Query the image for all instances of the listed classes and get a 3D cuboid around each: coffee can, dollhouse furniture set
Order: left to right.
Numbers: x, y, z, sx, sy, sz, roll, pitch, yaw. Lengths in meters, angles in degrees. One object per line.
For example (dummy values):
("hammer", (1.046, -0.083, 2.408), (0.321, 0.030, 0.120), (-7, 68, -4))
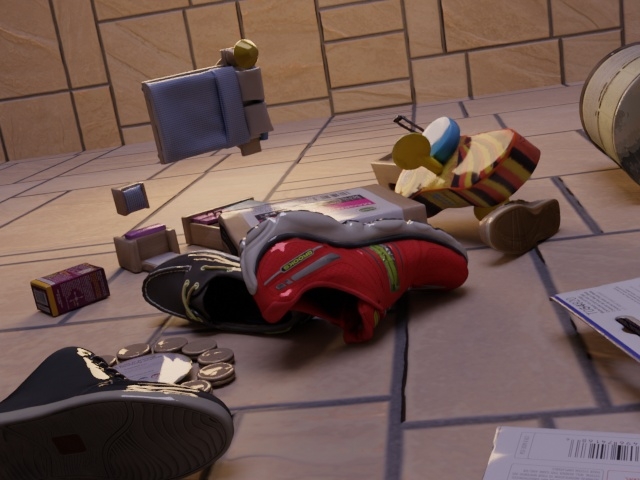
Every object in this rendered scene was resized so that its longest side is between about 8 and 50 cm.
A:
("dollhouse furniture set", (-0.163, -0.131, 1.190), (0.287, 0.303, 0.198), (-20, 18, -35))
("coffee can", (0.513, -0.189, 1.203), (0.202, 0.201, 0.275), (-6, 15, 10))

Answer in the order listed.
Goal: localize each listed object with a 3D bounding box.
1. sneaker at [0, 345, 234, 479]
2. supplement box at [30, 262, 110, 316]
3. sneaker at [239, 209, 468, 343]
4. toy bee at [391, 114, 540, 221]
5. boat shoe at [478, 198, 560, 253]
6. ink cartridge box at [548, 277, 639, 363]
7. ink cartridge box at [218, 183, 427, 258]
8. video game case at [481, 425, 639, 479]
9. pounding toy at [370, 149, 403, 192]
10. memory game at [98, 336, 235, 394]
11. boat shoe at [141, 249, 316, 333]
("sneaker", (-0.165, 0.125, 0.638), (0.222, 0.083, 0.118), (-6, 25, 14))
("supplement box", (-0.332, 0.064, 1.066), (0.083, 0.043, 0.055), (-21, 19, -36))
("sneaker", (0.043, 0.048, 0.822), (0.279, 0.118, 0.107), (3, -29, -34))
("toy bee", (0.174, -0.078, 1.124), (0.195, 0.162, 0.298), (28, -3, -5))
("boat shoe", (0.242, -0.019, 1.015), (0.059, 0.062, 0.170), (1, 9, 43))
("ink cartridge box", (0.332, 0.072, 0.644), (0.224, 0.045, 0.223), (-11, 15, -4))
("ink cartridge box", (0.000, 0.000, 1.025), (0.235, 0.088, 0.193), (-12, 14, -13))
("video game case", (0.188, 0.169, 0.337), (0.270, 0.061, 0.244), (-2, 15, 24))
("pounding toy", (0.172, -0.116, 1.377), (0.130, 0.100, 0.141), (-31, 20, -21))
("memory game", (-0.172, 0.134, 0.774), (0.186, 0.012, 0.186), (-9, 15, 2))
("boat shoe", (-0.109, 0.058, 0.885), (0.228, 0.081, 0.069), (1, 14, 25))
